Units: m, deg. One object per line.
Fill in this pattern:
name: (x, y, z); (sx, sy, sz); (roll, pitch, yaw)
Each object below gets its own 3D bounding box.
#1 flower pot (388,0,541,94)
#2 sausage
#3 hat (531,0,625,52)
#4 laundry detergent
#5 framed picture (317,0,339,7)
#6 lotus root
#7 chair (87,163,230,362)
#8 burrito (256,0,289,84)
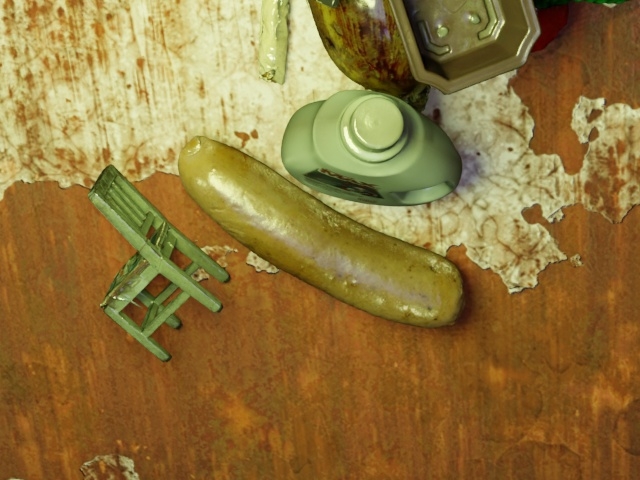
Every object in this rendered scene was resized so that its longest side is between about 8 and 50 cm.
flower pot: (0.167, -0.327, 1.616); (0.179, 0.084, 0.250); (-22, 111, -2)
sausage: (-0.002, 0.002, 1.929); (0.501, 0.123, 0.136); (28, 111, -7)
hat: (0.331, -0.397, 1.704); (0.274, 0.242, 0.332); (9, 147, -20)
laundry detergent: (0.079, -0.128, 1.716); (0.264, 0.398, 0.124); (15, 86, -2)
framed picture: (-0.072, -0.481, 1.670); (0.339, 0.014, 0.255); (30, 118, 35)
lotus root: (0.077, -0.363, 1.727); (0.196, 0.179, 0.397); (-22, 111, -20)
chair: (-0.286, 0.038, 1.955); (0.270, 0.136, 0.147); (42, 108, -15)
burrito: (-0.066, -0.317, 1.843); (0.045, 0.041, 0.185); (27, 121, 38)
